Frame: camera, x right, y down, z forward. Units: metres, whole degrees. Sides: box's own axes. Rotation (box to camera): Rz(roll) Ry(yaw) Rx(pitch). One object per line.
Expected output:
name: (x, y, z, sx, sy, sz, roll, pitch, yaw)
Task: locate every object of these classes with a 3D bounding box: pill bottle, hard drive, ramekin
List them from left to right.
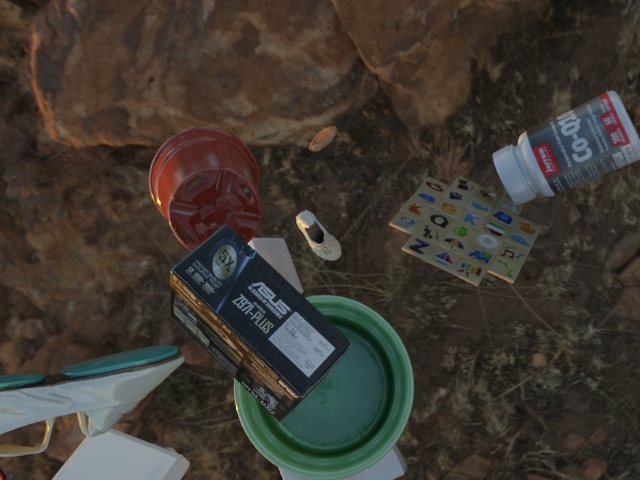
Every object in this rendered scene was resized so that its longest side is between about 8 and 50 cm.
hard drive: (-0.423, 0.491, 1.281, 0.307, 0.040, 0.203, 1, 44, 41)
ramekin: (0.008, 0.258, 1.136, 0.303, 0.148, 0.303, -1, 75, 2)
pill bottle: (0.541, -0.195, 1.410, 0.283, 0.161, 0.161, -26, 70, 25)

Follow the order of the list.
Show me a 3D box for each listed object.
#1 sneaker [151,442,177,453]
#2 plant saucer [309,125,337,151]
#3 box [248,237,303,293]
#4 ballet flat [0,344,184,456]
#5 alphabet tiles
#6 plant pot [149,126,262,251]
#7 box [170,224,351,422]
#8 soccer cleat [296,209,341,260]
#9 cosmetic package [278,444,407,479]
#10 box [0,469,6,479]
sneaker: (-0.457, 0.656, 1.709, 0.086, 0.132, 0.229, -12, 51, 16)
plant saucer: (0.005, -0.248, 1.544, 0.083, 0.013, 0.083, -34, 29, 21)
box: (-0.166, 0.113, 1.822, 0.181, 0.119, 0.182, -45, 57, 40)
ballet flat: (-0.412, 0.259, 1.006, 0.139, 0.400, 0.139, 17, 110, 59)
alphabet tiles: (0.324, -0.033, 1.407, 0.285, 0.342, 0.011, 26, 132, 17)
plant pot: (-0.255, -0.103, 1.470, 0.272, 0.272, 0.265, -58, 23, 10)
box: (-0.071, 0.094, 0.681, 0.180, 0.147, 0.077, 42, 63, 9)
soccer cleat: (0.000, 0.000, 1.647, 0.068, 0.196, 0.076, -38, 41, 2)
cosmetic package: (0.027, 0.415, 1.307, 0.224, 0.138, 0.224, -28, 73, 1)
box: (-0.603, 0.409, 0.970, 0.207, 0.036, 0.114, -4, 41, 2)
